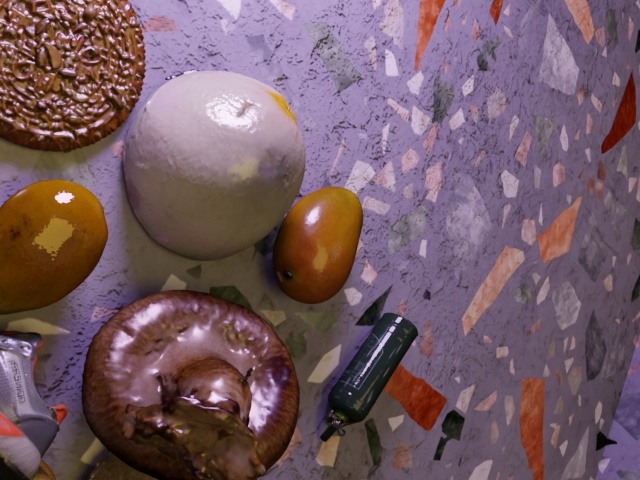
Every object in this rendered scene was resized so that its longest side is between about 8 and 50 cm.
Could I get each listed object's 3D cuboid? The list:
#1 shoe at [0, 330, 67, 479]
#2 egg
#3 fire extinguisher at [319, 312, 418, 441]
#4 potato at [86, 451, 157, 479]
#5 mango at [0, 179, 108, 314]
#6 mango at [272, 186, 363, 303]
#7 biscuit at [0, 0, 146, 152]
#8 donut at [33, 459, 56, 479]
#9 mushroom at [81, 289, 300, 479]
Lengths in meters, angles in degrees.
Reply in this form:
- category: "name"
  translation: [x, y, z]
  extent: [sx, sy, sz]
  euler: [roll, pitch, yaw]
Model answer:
- category: "shoe"
  translation: [-0.460, 0.160, 0.820]
  extent: [0.336, 0.132, 0.171]
  euler: [57, 37, -17]
- category: "egg"
  translation: [-0.148, -0.124, 1.015]
  extent: [0.337, 0.201, 0.337]
  euler: [-4, 96, -40]
- category: "fire extinguisher"
  translation: [0.099, 0.307, 1.360]
  extent: [0.095, 0.114, 0.311]
  euler: [37, 64, 3]
- category: "potato"
  translation: [-0.303, 0.375, 1.028]
  extent: [0.172, 0.089, 0.100]
  euler: [-3, 74, -11]
- category: "mango"
  translation: [-0.398, 0.016, 0.861]
  extent: [0.151, 0.120, 0.221]
  euler: [43, 74, -33]
- category: "mango"
  translation: [-0.004, -0.001, 1.201]
  extent: [0.175, 0.139, 0.254]
  euler: [45, 58, -49]
- category: "biscuit"
  translation: [-0.390, -0.281, 0.884]
  extent: [0.305, 0.038, 0.305]
  euler: [-6, 99, -41]
- category: "donut"
  translation: [-0.458, 0.392, 0.864]
  extent: [0.184, 0.073, 0.166]
  euler: [7, 77, -38]
- category: "mushroom"
  translation: [-0.191, 0.204, 0.913]
  extent: [0.356, 0.331, 0.334]
  euler: [100, 11, -50]
